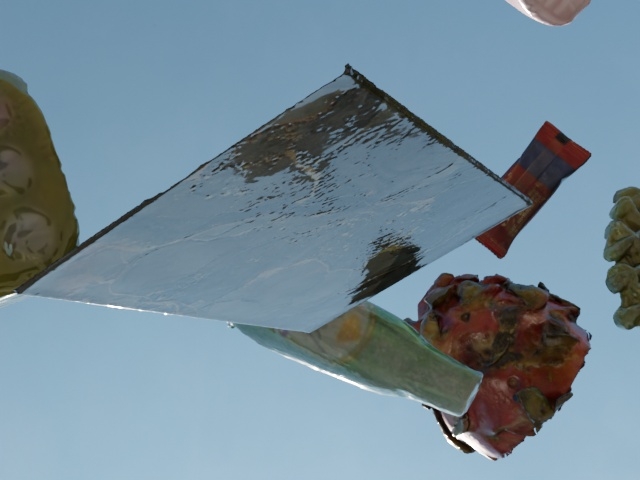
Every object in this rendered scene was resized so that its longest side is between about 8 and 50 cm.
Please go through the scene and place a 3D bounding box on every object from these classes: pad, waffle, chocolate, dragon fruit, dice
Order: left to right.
[{"bbox_3d":[-0.403,-0.033,0.931,0.227,0.233,0.238,-18,-91,-40],"label":"dice"},{"bbox_3d":[0.000,0.000,0.659,0.367,0.248,0.007,19,-137,-60],"label":"pad"},{"bbox_3d":[0.038,0.111,1.011,0.291,0.110,0.110,24,-99,20],"label":"chocolate"},{"bbox_3d":[0.255,0.191,1.508,0.263,0.314,0.296,35,-127,2],"label":"dragon fruit"},{"bbox_3d":[0.511,0.060,1.221,0.292,0.056,0.309,24,-135,-7],"label":"waffle"}]

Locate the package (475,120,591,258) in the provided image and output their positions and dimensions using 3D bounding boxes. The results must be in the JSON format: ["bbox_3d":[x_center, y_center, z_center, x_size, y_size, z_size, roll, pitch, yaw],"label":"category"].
[{"bbox_3d":[0.293,-0.073,1.301,0.083,0.022,0.200,41,-86,9],"label":"package"}]

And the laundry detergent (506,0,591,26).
[{"bbox_3d":[0.166,-0.352,1.004,0.088,0.335,0.159,-43,-48,8],"label":"laundry detergent"}]
